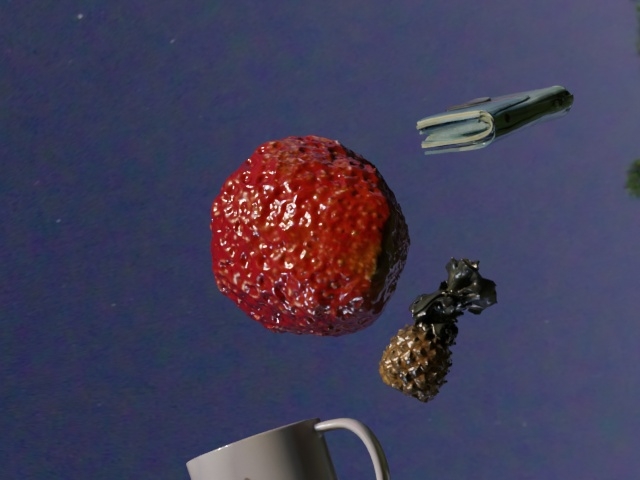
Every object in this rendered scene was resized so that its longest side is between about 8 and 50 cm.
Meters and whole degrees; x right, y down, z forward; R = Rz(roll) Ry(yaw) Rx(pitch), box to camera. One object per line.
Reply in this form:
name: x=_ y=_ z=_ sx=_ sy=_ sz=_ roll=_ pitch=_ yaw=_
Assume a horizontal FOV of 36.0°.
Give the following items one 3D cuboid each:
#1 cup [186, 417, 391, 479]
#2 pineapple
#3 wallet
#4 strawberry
cup: x=-0.022 y=0.250 z=0.932 sx=0.174 sy=0.134 sz=0.141 roll=-18 pitch=-104 yaw=-11
pineapple: x=0.187 y=0.133 z=1.556 sx=0.237 sy=0.111 sz=0.119 roll=-61 pitch=-23 yaw=6
wallet: x=0.300 y=-0.211 z=1.702 sx=0.250 sy=0.176 sz=0.074 roll=-22 pitch=-79 yaw=-43
strawberry: x=0.000 y=0.000 z=1.207 sx=0.257 sy=0.277 sz=0.257 roll=-7 pitch=-77 yaw=-34
